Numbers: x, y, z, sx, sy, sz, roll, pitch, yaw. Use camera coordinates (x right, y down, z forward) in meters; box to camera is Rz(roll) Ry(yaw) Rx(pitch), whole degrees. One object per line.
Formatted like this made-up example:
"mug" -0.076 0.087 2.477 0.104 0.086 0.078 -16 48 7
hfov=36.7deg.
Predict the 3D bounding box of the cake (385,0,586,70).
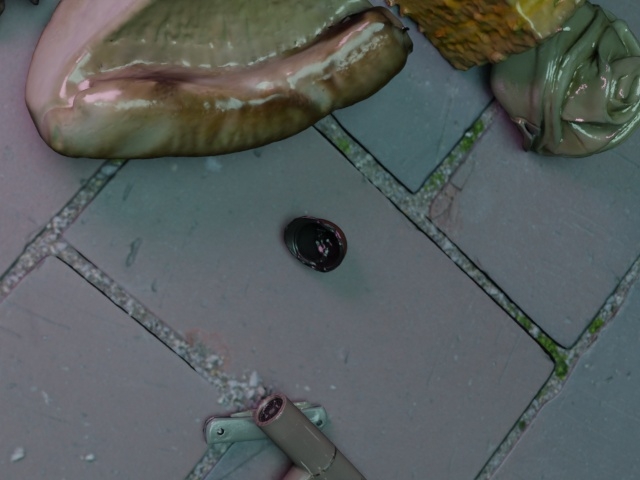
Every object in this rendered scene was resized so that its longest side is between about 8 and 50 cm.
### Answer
"cake" 0.197 -0.393 1.202 0.286 0.222 0.227 45 75 -16

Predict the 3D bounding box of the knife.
"knife" -0.068 0.231 1.231 0.162 0.023 0.044 -3 100 -20

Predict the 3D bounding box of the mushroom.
"mushroom" -0.128 -0.215 1.123 0.397 0.224 0.313 -42 133 2

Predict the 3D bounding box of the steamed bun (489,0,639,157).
"steamed bun" 0.358 -0.207 1.299 0.211 0.144 0.218 -38 114 -12

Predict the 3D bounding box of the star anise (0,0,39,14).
"star anise" -0.339 -0.336 1.034 0.197 0.073 0.212 -43 148 -2

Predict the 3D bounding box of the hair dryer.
"hair dryer" -0.070 0.325 1.216 0.220 0.054 0.195 -41 116 -4

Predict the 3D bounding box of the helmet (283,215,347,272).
"helmet" -0.001 -0.001 1.234 0.084 0.049 0.065 37 116 7
